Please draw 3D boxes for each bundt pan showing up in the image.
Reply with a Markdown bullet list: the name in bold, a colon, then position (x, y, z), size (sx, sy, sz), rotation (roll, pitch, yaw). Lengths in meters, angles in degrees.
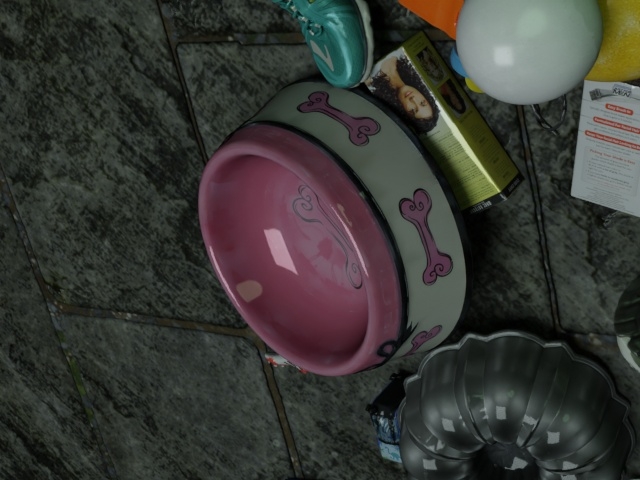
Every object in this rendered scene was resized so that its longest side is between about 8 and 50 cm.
- **bundt pan**: position (0.252, 0.287, 1.776), size (0.331, 0.124, 0.331), rotation (8, 121, 13)

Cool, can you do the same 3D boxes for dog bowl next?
- **dog bowl**: position (0.000, 0.000, 1.747), size (0.408, 0.150, 0.408), rotation (30, 136, 35)

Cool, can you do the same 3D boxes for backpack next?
- **backpack**: position (0.128, 0.269, 1.934), size (0.084, 0.105, 0.114), rotation (10, 125, 30)

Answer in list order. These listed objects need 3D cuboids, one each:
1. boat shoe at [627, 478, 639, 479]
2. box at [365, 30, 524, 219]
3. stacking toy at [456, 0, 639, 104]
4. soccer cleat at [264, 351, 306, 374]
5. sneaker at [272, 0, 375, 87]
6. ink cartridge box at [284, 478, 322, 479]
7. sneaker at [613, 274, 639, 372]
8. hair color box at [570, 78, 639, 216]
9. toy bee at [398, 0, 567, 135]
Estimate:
- **boat shoe**: position (0.496, 0.357, 1.734), size (0.226, 0.083, 0.076), rotation (-6, 116, 40)
- **box**: position (0.153, -0.142, 1.661), size (0.087, 0.058, 0.232), rotation (-29, 101, 46)
- **stacking toy**: position (0.268, -0.262, 1.180), size (0.350, 0.480, 0.350), rotation (22, 130, 29)
- **soccer cleat**: position (-0.048, 0.182, 2.063), size (0.083, 0.029, 0.035), rotation (16, 119, 24)
- **sneaker**: position (-0.026, -0.308, 1.625), size (0.107, 0.110, 0.275), rotation (-19, 100, 46)
- **ink cartridge box**: position (0.005, 0.499, 2.230), size (0.097, 0.046, 0.207), rotation (-5, 116, 37)
- **sneaker**: position (0.540, 0.177, 1.574), size (0.410, 0.158, 0.182), rotation (29, 164, 15)
- **hair color box**: position (0.350, -0.120, 1.533), size (0.093, 0.053, 0.167), rotation (20, 131, 26)
- **toy bee**: position (0.226, -0.230, 1.502), size (0.298, 0.162, 0.195), rotation (63, 148, 20)
